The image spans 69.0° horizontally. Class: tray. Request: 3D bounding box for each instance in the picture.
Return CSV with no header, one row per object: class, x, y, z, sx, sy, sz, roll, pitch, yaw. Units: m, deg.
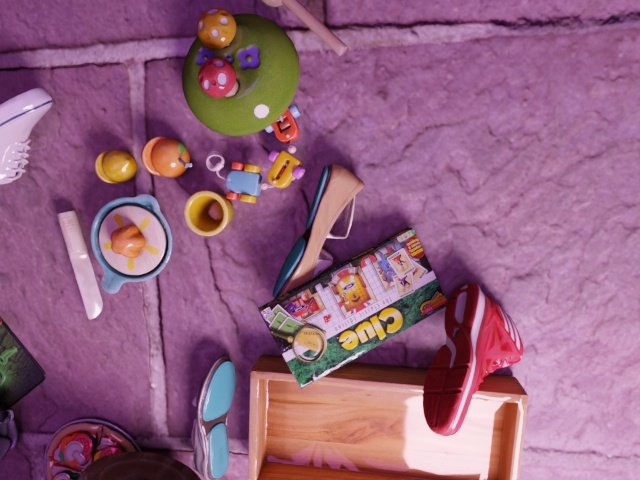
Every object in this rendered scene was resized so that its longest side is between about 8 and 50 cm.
tray,0.096,0.306,0.741,0.411,0.076,0.202,3,99,7

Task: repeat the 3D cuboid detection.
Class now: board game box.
board game box,0.053,0.099,0.697,0.260,0.030,0.136,-28,100,-8

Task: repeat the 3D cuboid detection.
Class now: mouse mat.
mouse mat,-0.609,0.242,0.851,0.190,0.007,0.152,-37,93,11

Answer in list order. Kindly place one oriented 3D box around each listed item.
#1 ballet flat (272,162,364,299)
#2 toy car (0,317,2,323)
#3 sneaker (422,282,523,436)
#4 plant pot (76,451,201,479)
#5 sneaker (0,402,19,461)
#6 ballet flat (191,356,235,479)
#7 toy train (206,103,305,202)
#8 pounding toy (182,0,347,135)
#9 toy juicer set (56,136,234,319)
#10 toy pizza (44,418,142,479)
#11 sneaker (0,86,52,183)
ballet flat,0.000,0.000,0.708,0.073,0.080,0.232,21,102,-12
toy car,-0.669,0.139,0.780,0.238,0.210,0.219,2,114,-22
sneaker,0.231,0.181,0.657,0.128,0.087,0.221,31,65,-16
plant pot,-0.305,0.504,0.713,0.324,0.323,0.280,16,88,4
sneaker,-0.643,0.371,0.818,0.153,0.101,0.268,34,98,3
ballet flat,-0.188,0.294,0.779,0.068,0.072,0.213,8,98,36
toy train,-0.086,-0.129,0.717,0.166,0.046,0.125,-30,82,13
pounding toy,-0.110,-0.266,0.645,0.237,0.110,0.183,-40,79,8
toy juicer set,-0.316,-0.032,0.733,0.329,0.089,0.209,-33,93,11
toy pizza,-0.410,0.419,0.839,0.202,0.032,0.201,1,99,7
sneaker,-0.514,-0.143,0.752,0.258,0.094,0.091,-33,111,15
